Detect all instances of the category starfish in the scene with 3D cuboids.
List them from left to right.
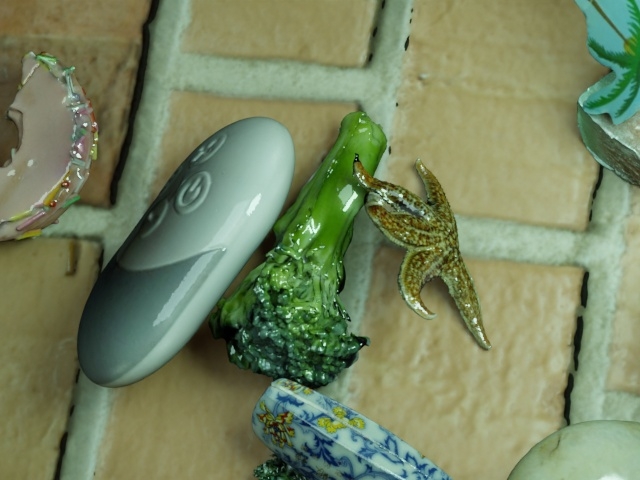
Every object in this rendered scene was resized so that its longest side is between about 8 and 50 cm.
[{"bbox_3d":[0.113,0.004,1.770,0.057,0.213,0.238,-34,105,31],"label":"starfish"}]

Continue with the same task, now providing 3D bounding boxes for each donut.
[{"bbox_3d":[-0.349,-0.089,1.955,0.233,0.085,0.199,-23,70,10],"label":"donut"}]

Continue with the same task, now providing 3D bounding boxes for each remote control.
[{"bbox_3d":[-0.141,0.010,1.816,0.103,0.221,0.332,35,89,-20],"label":"remote control"}]

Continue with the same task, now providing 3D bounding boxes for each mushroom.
[{"bbox_3d":[0.268,0.276,1.636,0.226,0.178,0.226,-1,97,-9],"label":"mushroom"}]

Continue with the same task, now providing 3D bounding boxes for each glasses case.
[{"bbox_3d":[0.043,0.224,1.741,0.248,0.087,0.065,31,44,14],"label":"glasses case"}]

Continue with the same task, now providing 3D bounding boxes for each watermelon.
[{"bbox_3d":[0.382,-0.077,1.738,0.154,0.094,0.241,-34,70,-4],"label":"watermelon"}]

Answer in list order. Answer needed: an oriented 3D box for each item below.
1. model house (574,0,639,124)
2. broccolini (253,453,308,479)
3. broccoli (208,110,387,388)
[{"bbox_3d":[0.363,-0.309,1.682,0.323,0.340,0.300,30,44,33],"label":"model house"},{"bbox_3d":[0.023,0.308,1.757,0.254,0.057,0.071,44,125,25],"label":"broccolini"},{"bbox_3d":[0.003,0.003,1.811,0.145,0.165,0.304,26,70,-19],"label":"broccoli"}]
